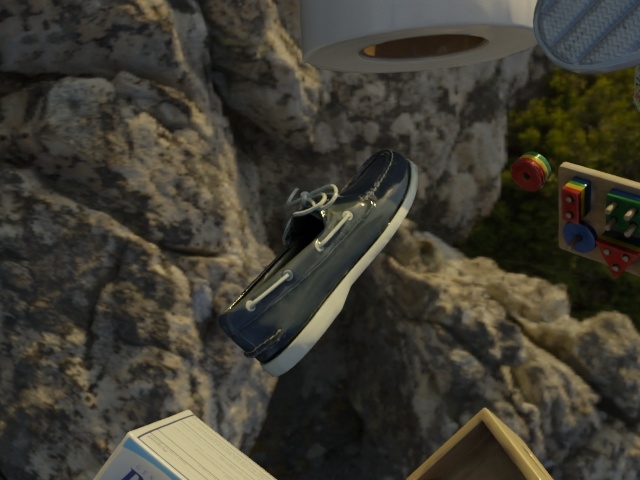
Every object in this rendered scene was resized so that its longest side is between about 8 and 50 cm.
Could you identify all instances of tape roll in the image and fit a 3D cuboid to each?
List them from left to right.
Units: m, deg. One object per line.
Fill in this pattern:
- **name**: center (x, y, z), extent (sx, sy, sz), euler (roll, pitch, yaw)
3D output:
- **tape roll**: center (0.098, -0.273, 0.932), extent (0.246, 0.246, 0.169), euler (-4, 91, -35)

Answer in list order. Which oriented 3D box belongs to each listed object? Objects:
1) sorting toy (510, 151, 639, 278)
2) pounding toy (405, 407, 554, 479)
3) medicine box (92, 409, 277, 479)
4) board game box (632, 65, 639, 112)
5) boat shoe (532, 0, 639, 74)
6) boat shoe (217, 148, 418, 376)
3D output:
- **sorting toy**: center (0.352, -0.012, 1.128), extent (0.046, 0.274, 0.132), euler (-40, 136, -32)
- **pounding toy**: center (0.167, 0.266, 0.879), extent (0.130, 0.141, 0.100), euler (-44, 124, 6)
- **medicine box**: center (-0.139, 0.358, 1.148), extent (0.263, 0.289, 0.149), euler (37, 90, 8)
- **board game box**: center (0.593, -0.269, 1.449), extent (0.142, 0.144, 0.275), euler (-27, 153, 3)
- **boat shoe**: center (0.284, -0.214, 0.623), extent (0.109, 0.302, 0.094), euler (59, 22, 11)
- **boat shoe**: center (0.000, 0.000, 0.805), extent (0.079, 0.095, 0.254), euler (43, 62, -13)
